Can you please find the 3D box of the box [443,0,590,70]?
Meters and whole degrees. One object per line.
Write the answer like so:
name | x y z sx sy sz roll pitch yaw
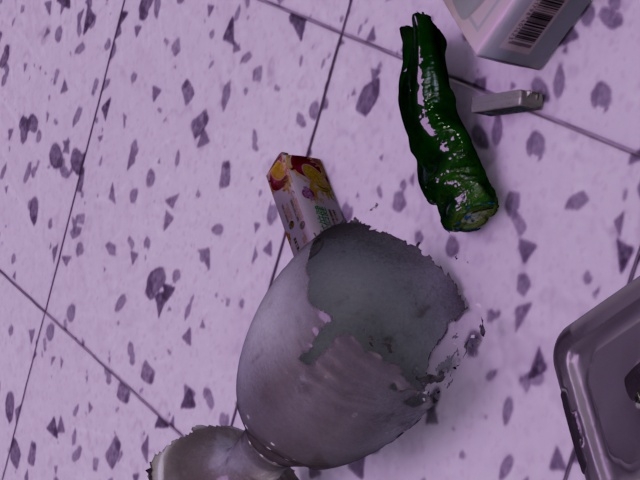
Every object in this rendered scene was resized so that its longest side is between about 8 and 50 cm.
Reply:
box | 0.205 -0.290 1.435 0.269 0.079 0.135 -55 44 34

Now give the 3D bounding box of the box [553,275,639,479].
box | 0.282 0.099 1.205 0.227 0.130 0.162 -41 51 42

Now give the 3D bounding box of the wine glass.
wine glass | -0.010 0.146 1.563 0.357 0.190 0.190 -51 45 35

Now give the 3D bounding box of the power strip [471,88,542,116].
power strip | 0.166 -0.124 1.503 0.083 0.027 0.017 -5 78 56

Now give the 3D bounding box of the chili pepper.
chili pepper | 0.105 -0.112 1.548 0.098 0.061 0.224 104 151 -67

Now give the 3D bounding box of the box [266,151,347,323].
box | 0.000 0.000 1.695 0.041 0.050 0.207 -52 45 38
